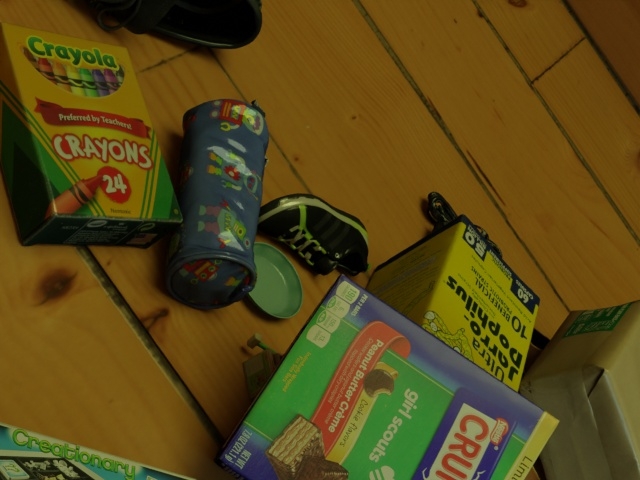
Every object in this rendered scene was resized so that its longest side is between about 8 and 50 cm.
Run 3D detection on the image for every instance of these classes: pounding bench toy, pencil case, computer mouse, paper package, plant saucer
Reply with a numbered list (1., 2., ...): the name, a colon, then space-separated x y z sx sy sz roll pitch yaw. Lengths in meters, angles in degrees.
1. pounding bench toy: -0.061 0.166 1.491 0.065 0.052 0.083 15 52 -44
2. pencil case: -0.134 -0.054 1.517 0.133 0.119 0.306 21 48 -23
3. computer mouse: 0.240 0.046 1.942 0.188 0.072 0.272 40 26 -19
4. paper package: 0.491 0.293 1.891 0.325 0.168 0.310 -33 108 -55
5. plant saucer: -0.075 0.060 1.586 0.119 0.021 0.119 29 44 -32

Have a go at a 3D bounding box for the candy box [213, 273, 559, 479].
1. candy box: 0.076 0.243 1.349 0.317 0.122 0.268 34 76 0

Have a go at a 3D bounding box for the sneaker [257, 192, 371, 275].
1. sneaker: 0.000 0.000 1.669 0.234 0.084 0.097 15 54 -44

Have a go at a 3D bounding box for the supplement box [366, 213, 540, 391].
1. supplement box: 0.166 0.162 1.643 0.194 0.195 0.356 46 37 -14

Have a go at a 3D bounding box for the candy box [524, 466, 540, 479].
1. candy box: 0.266 0.324 1.761 0.109 0.053 0.187 -14 76 -54

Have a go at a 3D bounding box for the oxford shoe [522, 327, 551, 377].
1. oxford shoe: 0.399 0.221 1.983 0.212 0.076 0.076 45 35 -19

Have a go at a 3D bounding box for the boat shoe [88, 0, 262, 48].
1. boat shoe: -0.258 -0.390 1.586 0.500 0.187 0.156 12 48 -52

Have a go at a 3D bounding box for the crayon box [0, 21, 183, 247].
1. crayon box: -0.313 -0.150 1.414 0.202 0.081 0.319 1 62 -49

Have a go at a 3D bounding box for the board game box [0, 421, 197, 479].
1. board game box: -0.263 0.297 1.119 0.305 0.053 0.193 24 45 -29
